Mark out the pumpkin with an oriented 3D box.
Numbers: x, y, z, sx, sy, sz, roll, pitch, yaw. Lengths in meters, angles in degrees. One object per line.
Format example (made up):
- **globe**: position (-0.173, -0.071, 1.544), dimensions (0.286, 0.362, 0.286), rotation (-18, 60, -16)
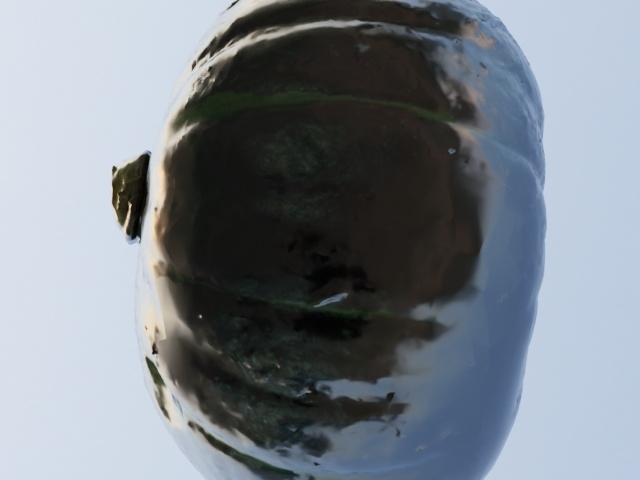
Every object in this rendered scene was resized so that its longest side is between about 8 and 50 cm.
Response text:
- **pumpkin**: position (0.000, 0.000, 0.986), dimensions (0.239, 0.315, 0.315), rotation (8, -102, 1)
